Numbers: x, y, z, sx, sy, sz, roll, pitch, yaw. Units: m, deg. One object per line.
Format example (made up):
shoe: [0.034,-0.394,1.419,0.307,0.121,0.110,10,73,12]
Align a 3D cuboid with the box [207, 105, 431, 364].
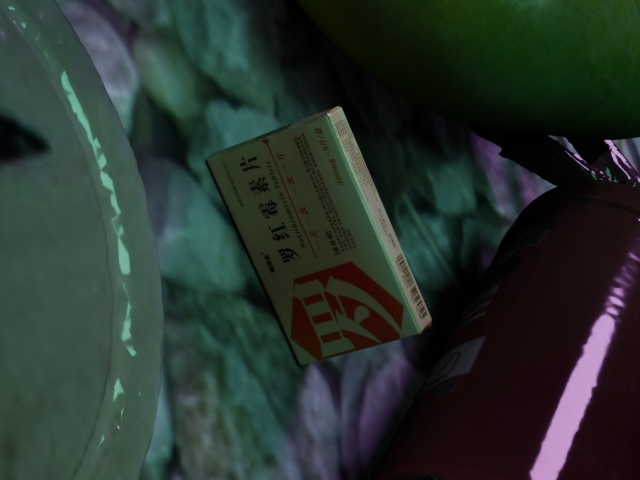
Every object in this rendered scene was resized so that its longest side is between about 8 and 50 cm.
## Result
box: [0.000,0.000,0.587,0.015,0.058,0.093,-40,109,-59]

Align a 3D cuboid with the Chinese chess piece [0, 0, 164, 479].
Chinese chess piece: [-0.136,0.003,0.356,0.237,0.092,0.238,29,52,-46]

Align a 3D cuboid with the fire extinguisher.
fire extinguisher: [0.098,0.037,0.688,0.147,0.106,0.337,41,38,-4]

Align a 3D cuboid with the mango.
mango: [0.085,-0.118,0.692,0.251,0.114,0.156,10,34,-44]
